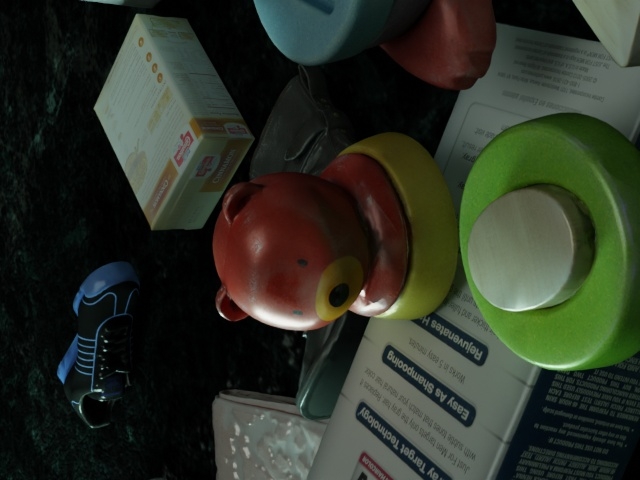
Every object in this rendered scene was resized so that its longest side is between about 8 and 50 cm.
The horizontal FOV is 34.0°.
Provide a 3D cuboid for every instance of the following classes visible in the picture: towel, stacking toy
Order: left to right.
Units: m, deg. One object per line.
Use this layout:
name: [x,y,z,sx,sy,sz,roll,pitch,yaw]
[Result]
towel: [0.001,0.318,0.973,0.317,0.053,0.331,-1,91,51]
stacking toy: [0.039,-0.068,0.547,0.279,0.130,0.309,28,122,55]

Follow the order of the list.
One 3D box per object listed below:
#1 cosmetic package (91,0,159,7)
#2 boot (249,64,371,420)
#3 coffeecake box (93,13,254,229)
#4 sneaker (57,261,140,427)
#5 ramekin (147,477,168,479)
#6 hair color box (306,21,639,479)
cosmetic package: [-0.156,-0.409,1.030,0.385,0.156,0.217,-21,76,51]
boot: [0.000,0.000,0.937,0.229,0.091,0.263,45,122,46]
coffeecake box: [-0.162,-0.126,1.123,0.142,0.068,0.185,-54,53,38]
sneaker: [-0.254,0.129,1.255,0.090,0.081,0.232,54,138,30]
ramekin: [-0.214,0.409,1.139,0.277,0.135,0.277,21,114,59]
hair color box: [0.128,0.048,0.670,0.174,0.105,0.347,33,104,59]
